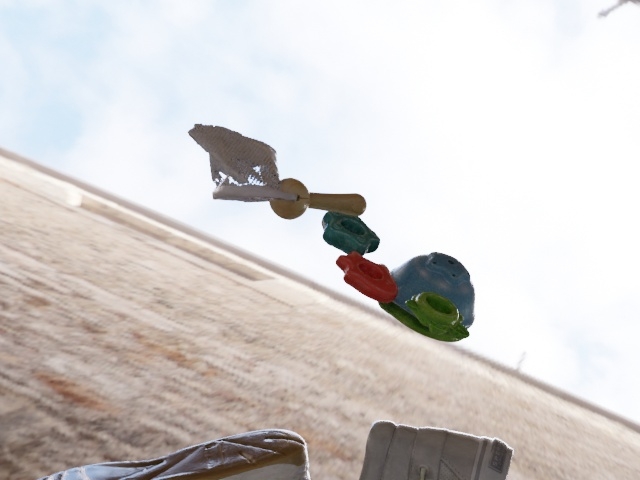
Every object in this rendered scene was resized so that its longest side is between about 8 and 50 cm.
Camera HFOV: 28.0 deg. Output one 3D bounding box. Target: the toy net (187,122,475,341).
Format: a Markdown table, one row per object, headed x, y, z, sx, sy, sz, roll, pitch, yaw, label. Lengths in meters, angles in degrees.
| x | y | z | sx | sy | sz | roll | pitch | yaw | label |
| --- | --- | --- | --- | --- | --- | --- | --- | --- | --- |
| 0.000 | 0.000 | 0.858 | 0.232 | 0.122 | 0.045 | 30 | -64 | 7 | toy net |

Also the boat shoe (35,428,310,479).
| x | y | z | sx | sy | sz | roll | pitch | yaw | label |
| --- | --- | --- | --- | --- | --- | --- | --- | --- | --- |
| -0.140 | 0.226 | 1.010 | 0.277 | 0.098 | 0.096 | -11 | -77 | 0 | boat shoe |

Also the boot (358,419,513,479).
| x | y | z | sx | sy | sz | roll | pitch | yaw | label |
| --- | --- | --- | --- | --- | --- | --- | --- | --- | --- |
| 0.073 | 0.262 | 1.045 | 0.123 | 0.095 | 0.258 | 13 | -69 | 11 | boot |
